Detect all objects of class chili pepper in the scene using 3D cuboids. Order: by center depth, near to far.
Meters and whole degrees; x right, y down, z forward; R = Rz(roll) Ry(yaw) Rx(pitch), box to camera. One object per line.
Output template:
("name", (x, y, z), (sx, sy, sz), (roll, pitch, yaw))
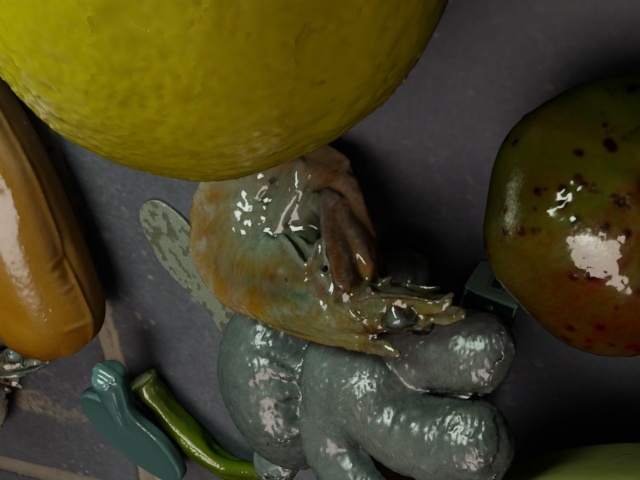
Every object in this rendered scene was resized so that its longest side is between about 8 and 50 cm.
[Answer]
("chili pepper", (-0.133, 0.222, 1.242), (0.201, 0.050, 0.052), (41, 166, -5))

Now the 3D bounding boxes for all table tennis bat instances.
("table tennis bat", (-0.216, 0.200, 1.235), (0.149, 0.038, 0.237), (30, 152, 21))

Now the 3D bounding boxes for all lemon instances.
("lemon", (-0.078, -0.197, 0.731), (0.364, 0.364, 0.364), (14, 128, 19))

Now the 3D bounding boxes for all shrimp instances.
("shrimp", (0.000, 0.000, 0.931), (0.317, 0.077, 0.168), (16, 96, 39))
("shrimp", (-0.420, 0.171, 1.353), (0.317, 0.062, 0.164), (-7, 123, 37))

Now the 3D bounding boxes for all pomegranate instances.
("pomegranate", (0.194, -0.018, 0.803), (0.246, 0.198, 0.198), (4, 126, 49))

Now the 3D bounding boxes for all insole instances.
("insole", (-0.120, 0.038, 1.127), (0.065, 0.006, 0.193), (-25, 108, 38))

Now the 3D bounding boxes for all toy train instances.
("toy train", (0.134, 0.126, 1.020), (0.052, 0.051, 0.234), (22, 130, 14))

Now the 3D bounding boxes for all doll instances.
("doll", (0.049, 0.133, 0.994), (0.340, 0.158, 0.246), (-5, 81, 40))

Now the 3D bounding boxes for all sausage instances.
("sausage", (-0.320, -0.048, 1.105), (0.134, 0.116, 0.354), (7, 124, 42))

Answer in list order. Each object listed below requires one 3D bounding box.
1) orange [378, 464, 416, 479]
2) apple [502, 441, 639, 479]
("orange", (0.069, 0.300, 1.126), (0.159, 0.136, 0.159), (15, 146, 10))
("apple", (0.266, 0.329, 0.946), (0.360, 0.320, 0.312), (-22, 71, 26))
